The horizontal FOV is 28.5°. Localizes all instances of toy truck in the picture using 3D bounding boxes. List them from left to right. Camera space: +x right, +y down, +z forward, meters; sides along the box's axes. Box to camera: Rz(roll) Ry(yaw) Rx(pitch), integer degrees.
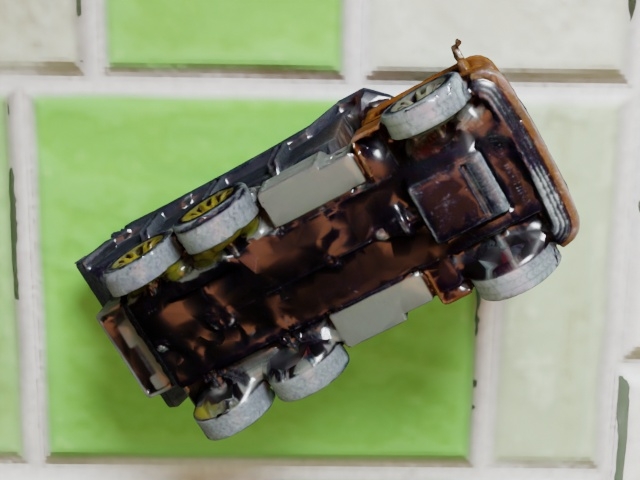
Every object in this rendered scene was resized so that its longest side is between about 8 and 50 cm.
[{"bbox_3d":[0.000,0.000,0.493,0.192,0.092,0.083,-27,104,15],"label":"toy truck"}]
